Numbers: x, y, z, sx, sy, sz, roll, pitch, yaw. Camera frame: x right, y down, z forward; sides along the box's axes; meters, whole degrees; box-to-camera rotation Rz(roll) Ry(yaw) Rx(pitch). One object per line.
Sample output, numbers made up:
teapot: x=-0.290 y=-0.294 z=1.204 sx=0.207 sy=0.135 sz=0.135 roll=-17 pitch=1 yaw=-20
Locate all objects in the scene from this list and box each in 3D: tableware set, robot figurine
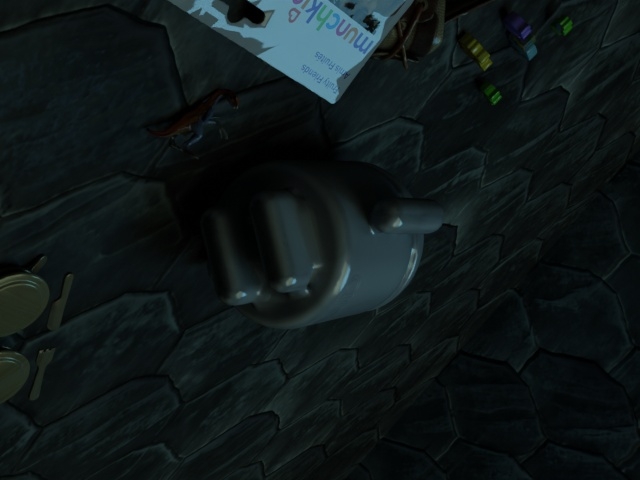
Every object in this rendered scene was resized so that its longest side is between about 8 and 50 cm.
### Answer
tableware set: x=-0.339 y=0.099 z=1.105 sx=0.128 sy=0.039 sz=0.194 roll=-8 pitch=133 yaw=-41
robot figurine: x=0.000 y=0.000 z=1.324 sx=0.300 sy=0.199 sz=0.353 roll=-12 pitch=177 yaw=32

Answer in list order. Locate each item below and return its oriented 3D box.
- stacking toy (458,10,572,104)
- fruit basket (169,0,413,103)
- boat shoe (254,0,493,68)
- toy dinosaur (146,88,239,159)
stacking toy: x=0.283 y=-0.295 z=1.525 sx=0.167 sy=0.052 sz=0.221 roll=-44 pitch=161 yaw=3
fruit basket: x=0.039 y=-0.291 z=0.809 sx=0.353 sy=0.165 sz=0.327 roll=-55 pitch=144 yaw=7
boat shoe: x=0.083 y=-0.249 z=1.118 sx=0.342 sy=0.123 sz=0.123 roll=-30 pitch=154 yaw=-36
toy dinosaur: x=-0.121 y=-0.126 z=1.091 sx=0.090 sy=0.047 sz=0.082 roll=31 pitch=85 yaw=-58
